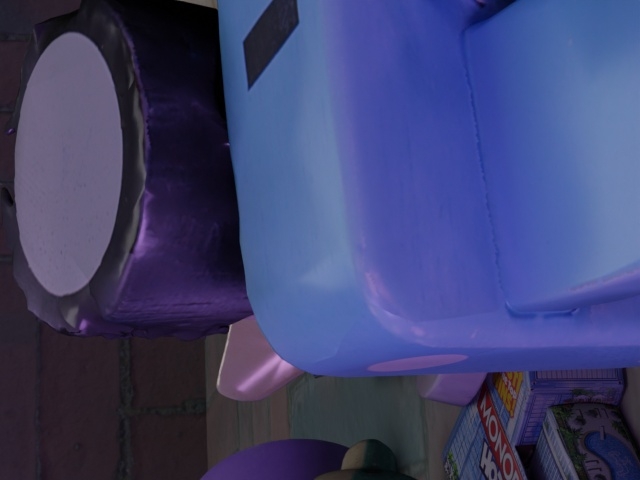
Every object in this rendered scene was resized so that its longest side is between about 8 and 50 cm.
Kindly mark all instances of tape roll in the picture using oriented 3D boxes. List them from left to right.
[{"bbox_3d":[-0.028,0.276,1.264,0.080,0.189,0.189,-102,17,-45],"label":"tape roll"}]

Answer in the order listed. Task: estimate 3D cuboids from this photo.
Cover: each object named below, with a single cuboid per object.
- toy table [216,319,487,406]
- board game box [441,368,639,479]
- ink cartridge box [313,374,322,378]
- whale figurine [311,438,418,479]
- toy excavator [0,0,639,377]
[{"bbox_3d":[0.034,0.000,0.894,0.274,0.160,0.252,92,-168,-88],"label":"toy table"},{"bbox_3d":[0.135,0.129,0.786,0.194,0.060,0.194,-104,18,-52],"label":"board game box"},{"bbox_3d":[0.049,-0.039,1.217,0.303,0.072,0.307,143,124,-75],"label":"ink cartridge box"},{"bbox_3d":[0.062,0.264,1.048,0.272,0.141,0.216,32,-124,-74],"label":"whale figurine"},{"bbox_3d":[0.108,-0.058,0.328,0.445,0.222,0.433,-25,68,52],"label":"toy excavator"}]
